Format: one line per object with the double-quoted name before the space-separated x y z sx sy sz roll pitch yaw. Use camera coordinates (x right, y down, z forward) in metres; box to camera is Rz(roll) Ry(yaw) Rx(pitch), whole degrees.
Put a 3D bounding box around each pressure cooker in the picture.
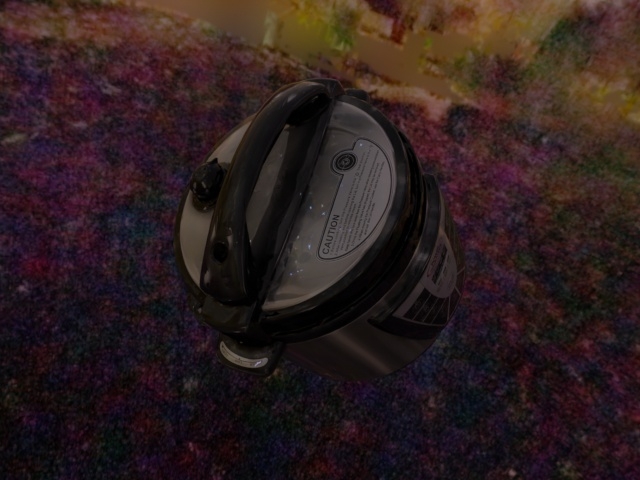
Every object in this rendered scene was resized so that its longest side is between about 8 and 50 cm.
"pressure cooker" -0.006 0.001 0.719 0.420 0.375 0.370 48 13 -53
